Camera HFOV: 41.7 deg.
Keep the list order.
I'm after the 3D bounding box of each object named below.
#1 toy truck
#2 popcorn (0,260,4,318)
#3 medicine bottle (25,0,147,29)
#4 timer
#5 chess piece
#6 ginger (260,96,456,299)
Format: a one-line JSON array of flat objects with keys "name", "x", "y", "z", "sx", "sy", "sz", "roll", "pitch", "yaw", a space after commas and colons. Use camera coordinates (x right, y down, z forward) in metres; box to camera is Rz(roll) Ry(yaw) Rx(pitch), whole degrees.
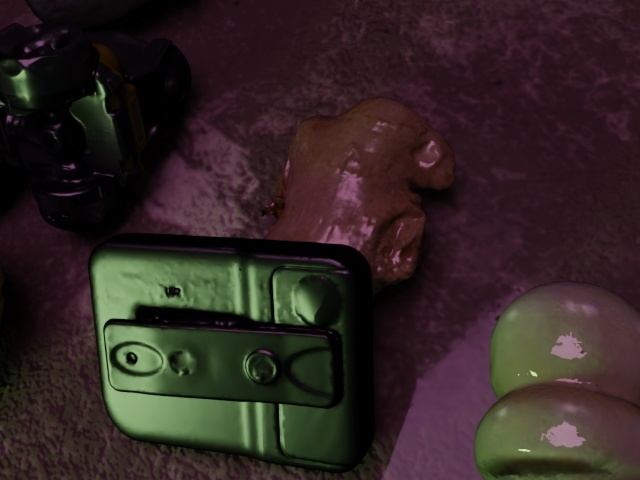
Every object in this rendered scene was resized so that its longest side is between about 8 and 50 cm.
[{"name": "toy truck", "x": -0.231, "y": -0.117, "z": 0.685, "sx": 0.224, "sy": 0.147, "sz": 0.165, "roll": 7, "pitch": 39, "yaw": 16}, {"name": "popcorn", "x": -0.344, "y": 0.048, "z": 0.590, "sx": 0.226, "sy": 0.203, "sz": 0.200, "roll": 17, "pitch": 76, "yaw": 13}, {"name": "medicine bottle", "x": -0.195, "y": -0.272, "z": 0.741, "sx": 0.143, "sy": 0.147, "sz": 0.147, "roll": -20, "pitch": 60, "yaw": 4}, {"name": "timer", "x": -0.061, "y": 0.071, "z": 0.536, "sx": 0.187, "sy": 0.055, "sz": 0.144, "roll": 3, "pitch": 106, "yaw": 19}, {"name": "chess piece", "x": 0.134, "y": 0.137, "z": 0.454, "sx": 0.133, "sy": 0.133, "sz": 0.243, "roll": 1, "pitch": 57, "yaw": 17}, {"name": "ginger", "x": 0.004, "y": 0.000, "z": 0.583, "sx": 0.137, "sy": 0.074, "sz": 0.213, "roll": 21, "pitch": 69, "yaw": 36}]
